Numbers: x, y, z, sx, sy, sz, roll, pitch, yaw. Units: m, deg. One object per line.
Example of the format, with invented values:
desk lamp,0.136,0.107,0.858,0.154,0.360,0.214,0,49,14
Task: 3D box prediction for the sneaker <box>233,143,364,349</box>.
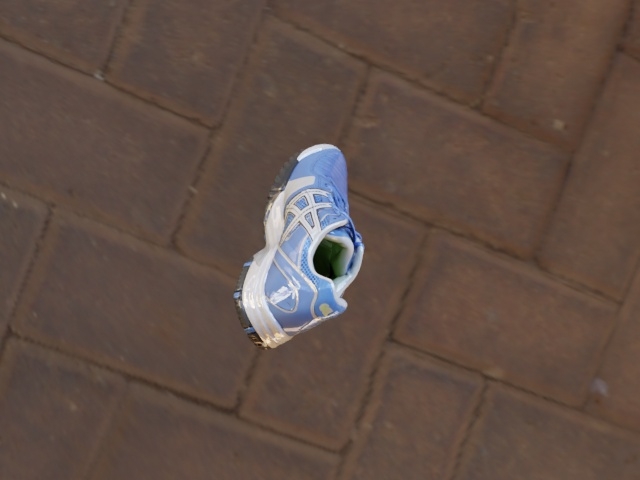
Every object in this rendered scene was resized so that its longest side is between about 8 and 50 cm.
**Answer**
sneaker,0.000,0.000,1.155,0.081,0.211,0.080,-16,129,27
